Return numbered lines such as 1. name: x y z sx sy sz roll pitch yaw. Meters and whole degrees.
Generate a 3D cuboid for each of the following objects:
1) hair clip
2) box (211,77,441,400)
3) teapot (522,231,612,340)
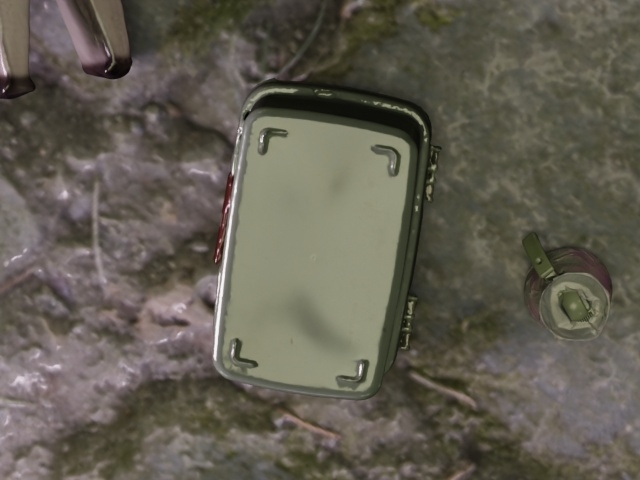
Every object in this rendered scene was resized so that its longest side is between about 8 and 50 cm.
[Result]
1. hair clip: -0.203 -0.265 1.026 0.101 0.085 0.331 -12 100 -23
2. box: 0.000 0.000 1.052 0.148 0.129 0.210 9 101 1
3. teapot: 0.172 0.033 1.079 0.064 0.064 0.083 -37 97 10
